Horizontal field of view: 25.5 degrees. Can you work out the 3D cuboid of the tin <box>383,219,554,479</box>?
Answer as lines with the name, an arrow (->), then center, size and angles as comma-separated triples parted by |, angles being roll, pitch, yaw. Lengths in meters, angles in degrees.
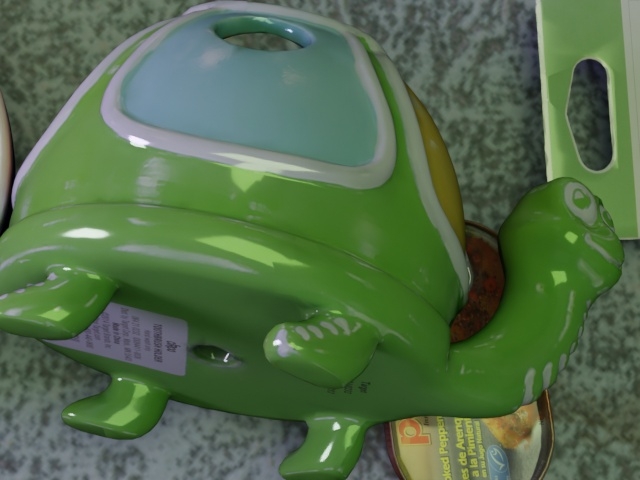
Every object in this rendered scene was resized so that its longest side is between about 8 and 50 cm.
tin -> 0.087, 0.082, 0.901 | 0.106, 0.040, 0.190 | -5, 83, -13

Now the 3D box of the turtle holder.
turtle holder -> -0.013, -0.009, 0.782 | 0.320, 0.243, 0.227 | -1, 61, 27

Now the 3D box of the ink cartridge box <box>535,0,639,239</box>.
ink cartridge box -> 0.255, -0.080, 0.938 | 0.235, 0.056, 0.171 | -2, 83, -6

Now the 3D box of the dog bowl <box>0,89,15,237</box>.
dog bowl -> -0.312, -0.043, 0.820 | 0.265, 0.104, 0.265 | 1, 83, -8
